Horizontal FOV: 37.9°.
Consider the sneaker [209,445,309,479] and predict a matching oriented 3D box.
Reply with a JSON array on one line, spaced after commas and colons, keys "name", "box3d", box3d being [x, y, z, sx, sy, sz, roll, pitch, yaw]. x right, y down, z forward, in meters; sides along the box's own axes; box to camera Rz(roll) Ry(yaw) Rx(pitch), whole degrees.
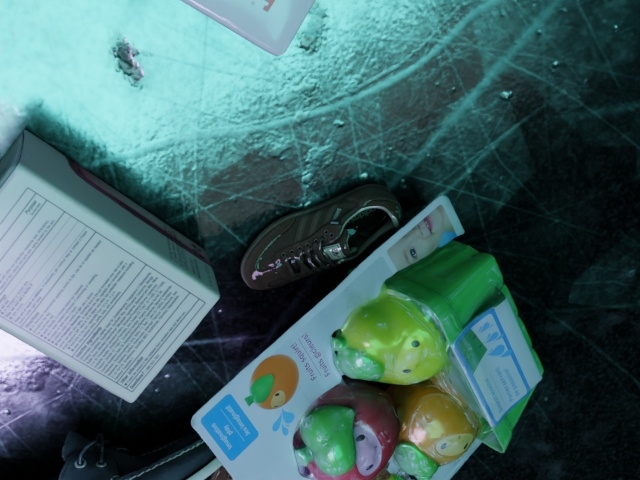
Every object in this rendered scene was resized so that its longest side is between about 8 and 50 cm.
[{"name": "sneaker", "box3d": [-0.058, 0.316, 1.101, 0.153, 0.099, 0.282, 19, 103, -19]}]

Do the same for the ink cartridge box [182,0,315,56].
[{"name": "ink cartridge box", "box3d": [-0.134, -0.377, 0.758, 0.395, 0.166, 0.285, 27, 103, -23]}]

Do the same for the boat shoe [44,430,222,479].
[{"name": "boat shoe", "box3d": [-0.268, 0.268, 1.021, 0.340, 0.127, 0.113, -25, 89, -1]}]

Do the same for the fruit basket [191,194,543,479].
[{"name": "fruit basket", "box3d": [0.077, 0.178, 0.993, 0.353, 0.165, 0.327, -44, 125, -23]}]

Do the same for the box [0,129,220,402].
[{"name": "box", "box3d": [-0.238, 0.026, 0.920, 0.232, 0.127, 0.149, 37, 100, -24]}]

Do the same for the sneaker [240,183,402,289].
[{"name": "sneaker", "box3d": [0.000, 0.000, 1.000, 0.188, 0.071, 0.066, -32, 116, 0]}]
